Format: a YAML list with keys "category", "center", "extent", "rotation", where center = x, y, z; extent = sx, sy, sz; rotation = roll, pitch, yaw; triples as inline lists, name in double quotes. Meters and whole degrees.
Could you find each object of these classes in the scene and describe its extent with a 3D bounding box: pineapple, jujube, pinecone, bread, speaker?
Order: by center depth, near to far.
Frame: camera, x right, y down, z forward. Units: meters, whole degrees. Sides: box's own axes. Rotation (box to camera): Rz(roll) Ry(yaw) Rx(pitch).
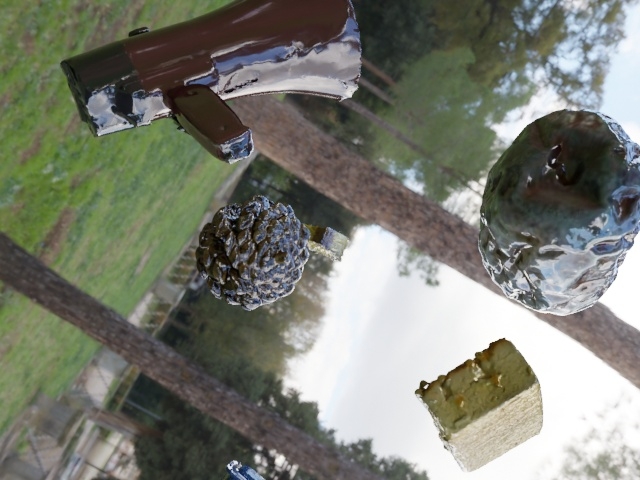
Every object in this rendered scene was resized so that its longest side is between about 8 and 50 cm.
- category: "speaker"
  center: [-0.105, -0.182, 0.816]
  extent: [0.329, 0.259, 0.198]
  rotation: [-30, 163, -20]
- category: "jujube"
  center: [0.321, -0.029, 0.923]
  extent: [0.226, 0.226, 0.317]
  rotation: [-62, 158, -17]
- category: "bread"
  center: [0.279, 0.289, 1.177]
  extent: [0.184, 0.114, 0.275]
  rotation: [-30, 143, 0]
- category: "pinecone"
  center: [-0.152, 0.033, 1.446]
  extent: [0.257, 0.243, 0.244]
  rotation: [-33, -156, 46]
- category: "pineapple"
  center: [0.000, 0.000, 1.693]
  extent: [0.116, 0.137, 0.069]
  rotation: [108, -1, -77]

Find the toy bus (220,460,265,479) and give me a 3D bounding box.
- category: "toy bus"
  center: [-0.103, 0.554, 1.246]
  extent: [0.175, 0.287, 0.138]
  rotation: [-50, 172, -9]
